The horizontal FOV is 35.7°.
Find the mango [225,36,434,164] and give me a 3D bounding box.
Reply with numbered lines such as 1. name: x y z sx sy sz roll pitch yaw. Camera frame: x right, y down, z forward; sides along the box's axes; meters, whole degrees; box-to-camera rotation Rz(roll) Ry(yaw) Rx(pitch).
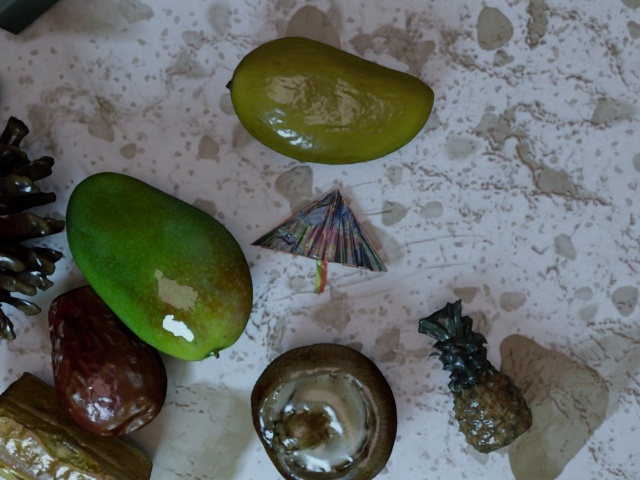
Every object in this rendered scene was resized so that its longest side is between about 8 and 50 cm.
1. mango: 0.009 -0.219 1.637 0.332 0.142 0.195 19 97 -1

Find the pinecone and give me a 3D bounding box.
1. pinecone: -0.576 -0.039 1.571 0.384 0.384 0.384 0 91 2

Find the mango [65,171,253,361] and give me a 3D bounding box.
1. mango: -0.265 0.028 1.626 0.225 0.201 0.382 -44 77 -5

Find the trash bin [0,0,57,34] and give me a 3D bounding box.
1. trash bin: -0.469 -0.465 1.640 0.240 0.164 0.122 -41 89 5

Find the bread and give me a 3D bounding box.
1. bread: -0.424 0.354 1.649 0.294 0.167 0.132 36 100 -4

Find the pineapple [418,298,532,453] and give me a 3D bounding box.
1. pineapple: 0.250 0.223 1.653 0.128 0.128 0.248 -28 86 2

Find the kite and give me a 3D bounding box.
1. kite: 0.000 0.000 1.706 0.241 0.014 0.183 7 94 2

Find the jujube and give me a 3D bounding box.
1. jujube: -0.358 0.196 1.639 0.190 0.190 0.255 -24 74 2

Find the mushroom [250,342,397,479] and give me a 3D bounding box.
1. mushroom: 0.006 0.291 1.641 0.253 0.153 0.253 0 91 4
